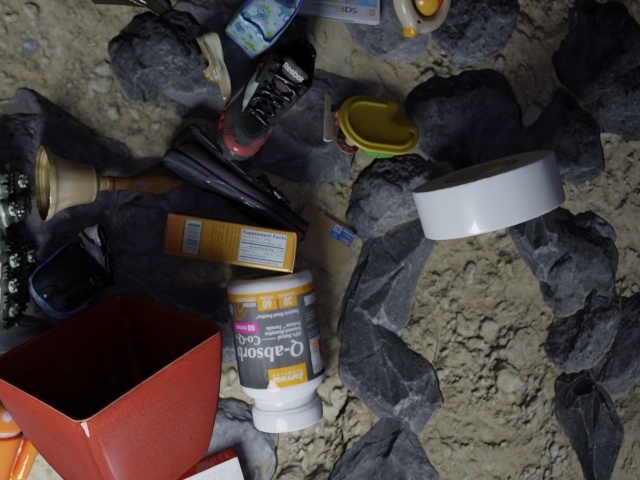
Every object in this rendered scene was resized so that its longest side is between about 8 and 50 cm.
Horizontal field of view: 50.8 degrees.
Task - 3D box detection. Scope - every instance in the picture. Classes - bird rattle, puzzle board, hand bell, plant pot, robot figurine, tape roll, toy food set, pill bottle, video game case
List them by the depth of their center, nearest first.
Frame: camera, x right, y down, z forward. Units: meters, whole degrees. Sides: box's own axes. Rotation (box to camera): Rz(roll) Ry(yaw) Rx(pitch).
[{"bbox_3d":[-0.553,0.333,1.077,0.158,0.128,0.220,14,85,17],"label":"robot figurine"},{"bbox_3d":[-0.321,0.269,1.078,0.267,0.267,0.236,-31,124,-45],"label":"plant pot"},{"bbox_3d":[-0.357,-0.098,1.171,0.241,0.126,0.126,-2,92,-33],"label":"hand bell"},{"bbox_3d":[-0.077,0.197,1.244,0.162,0.162,0.279,-10,95,-21],"label":"pill bottle"},{"bbox_3d":[0.330,-0.093,1.335,0.286,0.286,0.100,-21,98,-20],"label":"tape roll"},{"bbox_3d":[0.030,-0.547,1.341,0.193,0.023,0.213,-1,91,-22],"label":"video game case"},{"bbox_3d":[0.000,0.000,1.350,0.128,0.011,0.096,31,79,-20],"label":"puzzle board"},{"bbox_3d":[0.088,-0.221,1.356,0.217,0.071,0.128,5,66,-24],"label":"toy food set"},{"bbox_3d":[0.203,-0.533,1.378,0.253,0.143,0.207,-42,128,-38],"label":"bird rattle"}]

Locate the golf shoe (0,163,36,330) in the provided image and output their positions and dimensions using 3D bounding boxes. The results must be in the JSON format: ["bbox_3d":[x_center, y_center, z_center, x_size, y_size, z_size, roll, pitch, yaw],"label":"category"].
[{"bbox_3d":[-0.541,0.011,1.105,0.120,0.105,0.273,-3,92,0],"label":"golf shoe"}]

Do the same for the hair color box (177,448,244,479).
[{"bbox_3d":[-0.226,0.467,1.250,0.167,0.053,0.093,-18,99,-22],"label":"hair color box"}]

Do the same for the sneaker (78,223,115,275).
[{"bbox_3d":[-0.393,0.026,1.186,0.043,0.040,0.109,-9,101,8],"label":"sneaker"}]

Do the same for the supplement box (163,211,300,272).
[{"bbox_3d":[-0.155,0.003,1.204,0.233,0.078,0.080,11,94,3],"label":"supplement box"}]

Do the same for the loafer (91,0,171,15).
[{"bbox_3d":[-0.368,-0.445,1.169,0.220,0.080,0.078,22,116,-22],"label":"loafer"}]

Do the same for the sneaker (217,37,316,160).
[{"bbox_3d":[-0.091,-0.264,1.214,0.097,0.135,0.276,39,64,-19],"label":"sneaker"}]

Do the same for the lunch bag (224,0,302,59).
[{"bbox_3d":[-0.094,-0.426,1.240,0.096,0.129,0.151,44,77,-17],"label":"lunch bag"}]

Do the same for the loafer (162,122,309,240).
[{"bbox_3d":[-0.139,-0.106,1.245,0.302,0.109,0.095,31,76,-16],"label":"loafer"}]

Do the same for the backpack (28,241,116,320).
[{"bbox_3d":[-0.426,0.075,1.130,0.105,0.084,0.114,48,51,-4],"label":"backpack"}]

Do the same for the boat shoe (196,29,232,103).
[{"bbox_3d":[-0.196,-0.317,1.249,0.045,0.050,0.136,-15,94,-9],"label":"boat shoe"}]
